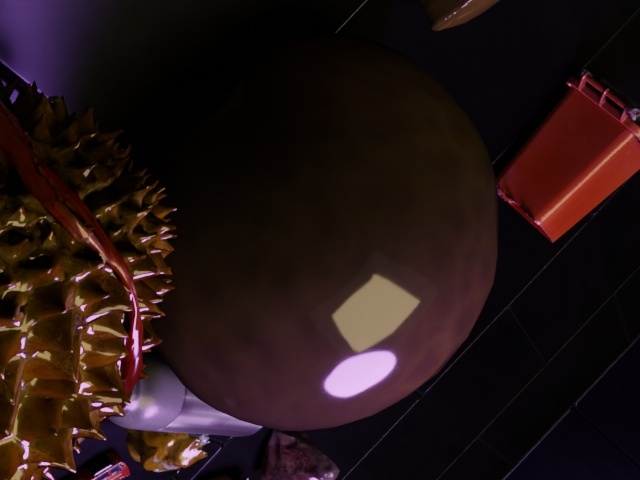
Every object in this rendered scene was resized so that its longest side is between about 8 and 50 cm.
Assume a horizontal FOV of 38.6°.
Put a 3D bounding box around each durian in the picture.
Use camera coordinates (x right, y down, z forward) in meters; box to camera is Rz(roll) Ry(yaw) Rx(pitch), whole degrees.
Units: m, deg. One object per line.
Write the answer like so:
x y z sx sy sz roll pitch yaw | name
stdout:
-0.285 0.035 0.646 0.384 0.348 0.348 -14 138 -24 | durian

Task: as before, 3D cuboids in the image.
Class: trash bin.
0.392 -0.129 1.421 0.239 0.161 0.184 -45 149 5 | trash bin

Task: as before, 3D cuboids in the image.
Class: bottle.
-0.152 0.175 1.009 0.096 0.080 0.253 -24 157 21 | bottle

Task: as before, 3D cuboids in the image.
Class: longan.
0.000 0.000 0.931 0.404 0.336 0.405 -4 100 -24 | longan

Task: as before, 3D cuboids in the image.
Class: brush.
0.200 -0.309 0.988 0.197 0.059 0.123 -36 177 35 | brush

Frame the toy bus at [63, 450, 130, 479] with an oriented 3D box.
-0.308 0.320 1.207 0.110 0.031 0.043 -30 139 -25 | toy bus

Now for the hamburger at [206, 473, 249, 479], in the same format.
-0.143 0.439 1.489 0.102 0.087 0.176 -25 141 -29 | hamburger

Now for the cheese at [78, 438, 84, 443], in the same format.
-0.371 0.197 0.896 0.315 0.128 0.260 -29 147 -23 | cheese

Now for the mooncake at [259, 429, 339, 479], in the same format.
-0.039 0.382 1.507 0.073 0.130 0.125 -33 147 -45 | mooncake

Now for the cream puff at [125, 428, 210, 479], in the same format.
-0.189 0.213 1.157 0.121 0.156 0.156 -2 146 9 | cream puff
